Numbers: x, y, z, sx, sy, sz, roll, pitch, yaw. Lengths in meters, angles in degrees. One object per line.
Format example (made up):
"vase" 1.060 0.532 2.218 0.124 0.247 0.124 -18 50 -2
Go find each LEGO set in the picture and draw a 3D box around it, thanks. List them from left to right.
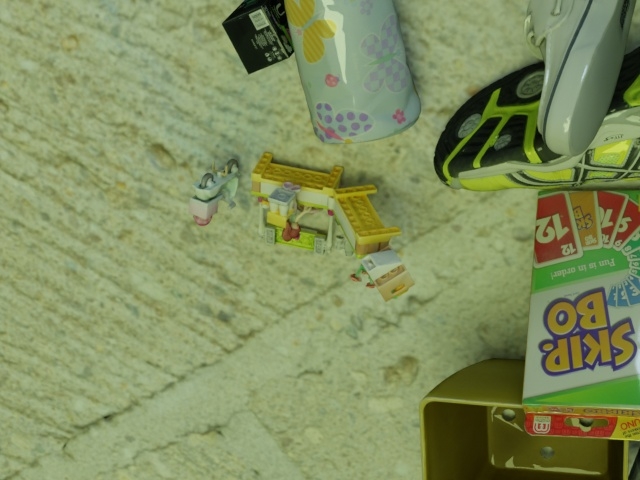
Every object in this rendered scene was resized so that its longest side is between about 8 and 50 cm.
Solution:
"LEGO set" 0.000 0.000 1.516 0.287 0.132 0.107 26 131 29

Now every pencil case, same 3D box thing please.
"pencil case" 0.024 -0.232 1.390 0.113 0.124 0.273 11 123 40

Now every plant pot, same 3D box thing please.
"plant pot" 0.233 0.233 1.527 0.212 0.187 0.212 2 110 16

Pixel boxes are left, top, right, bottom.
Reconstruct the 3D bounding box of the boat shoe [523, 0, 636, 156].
"boat shoe" 0.227 -0.197 1.275 0.088 0.267 0.096 9 159 24

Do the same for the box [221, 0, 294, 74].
"box" -0.054 -0.218 1.439 0.052 0.083 0.062 -19 110 26

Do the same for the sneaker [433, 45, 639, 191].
"sneaker" 0.288 -0.100 1.366 0.385 0.145 0.147 -13 132 32

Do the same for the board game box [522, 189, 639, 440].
"board game box" 0.272 0.071 1.414 0.124 0.259 0.039 0 158 18

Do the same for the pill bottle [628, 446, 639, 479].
"pill bottle" 0.432 0.186 1.462 0.161 0.161 0.283 17 122 8
